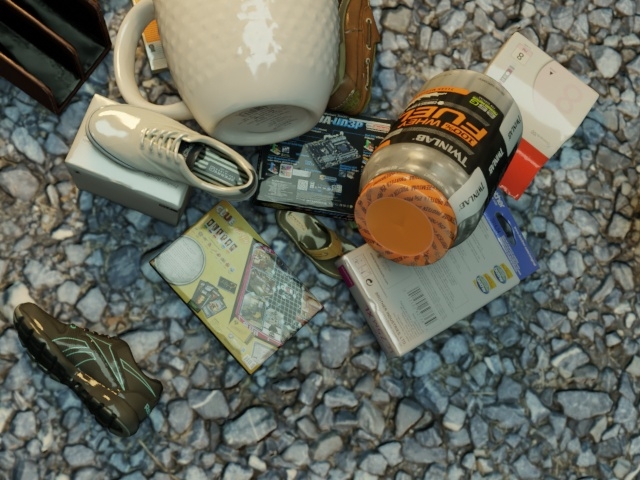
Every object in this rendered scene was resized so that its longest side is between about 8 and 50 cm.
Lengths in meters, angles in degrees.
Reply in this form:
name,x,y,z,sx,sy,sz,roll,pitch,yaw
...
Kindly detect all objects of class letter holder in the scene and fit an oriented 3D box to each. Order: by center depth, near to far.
name,x,y,z,sx,sy,sz,roll,pitch,yaw
letter holder,-0.493,-0.363,1.382,0.302,0.214,0.152,35,79,-3

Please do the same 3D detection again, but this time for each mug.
name,x,y,z,sx,sy,sz,roll,pitch,yaw
mug,-0.150,-0.311,1.364,0.374,0.276,0.328,-14,75,20

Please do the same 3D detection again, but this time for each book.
name,x,y,z,sx,sy,sz,roll,pitch,yaw
book,-0.255,-0.360,1.513,0.096,0.035,0.144,-15,85,-14

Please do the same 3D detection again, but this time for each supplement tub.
name,x,y,z,sx,sy,sz,roll,pitch,yaw
supplement tub,0.184,-0.114,1.407,0.193,0.193,0.316,37,47,-3

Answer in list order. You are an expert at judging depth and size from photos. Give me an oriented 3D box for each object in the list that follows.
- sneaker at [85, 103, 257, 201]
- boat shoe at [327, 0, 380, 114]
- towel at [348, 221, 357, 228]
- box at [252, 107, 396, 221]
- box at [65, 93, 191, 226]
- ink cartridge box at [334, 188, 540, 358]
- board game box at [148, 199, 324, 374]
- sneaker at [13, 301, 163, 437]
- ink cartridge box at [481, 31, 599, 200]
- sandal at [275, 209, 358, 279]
name,x,y,z,sx,sy,sz,roll,pitch,yaw
sneaker,-0.205,-0.132,1.275,0.258,0.091,0.094,19,79,-9
boat shoe,0.041,-0.345,1.516,0.104,0.110,0.307,26,61,-32
towel,0.077,-0.107,1.536,0.113,0.023,0.152,-20,86,-10
box,0.008,-0.129,1.487,0.220,0.051,0.175,8,79,-9
box,-0.282,-0.118,1.400,0.181,0.182,0.119,22,78,-6
ink cartridge box,0.198,0.042,1.501,0.311,0.065,0.186,-28,88,-19
board game box,-0.135,0.074,1.468,0.165,0.042,0.243,-41,90,-12
sneaker,-0.363,0.185,1.405,0.267,0.101,0.106,44,56,0
ink cartridge box,0.346,-0.218,1.578,0.189,0.066,0.232,37,75,-3
sandal,0.000,0.000,1.496,0.180,0.049,0.072,41,78,-2
